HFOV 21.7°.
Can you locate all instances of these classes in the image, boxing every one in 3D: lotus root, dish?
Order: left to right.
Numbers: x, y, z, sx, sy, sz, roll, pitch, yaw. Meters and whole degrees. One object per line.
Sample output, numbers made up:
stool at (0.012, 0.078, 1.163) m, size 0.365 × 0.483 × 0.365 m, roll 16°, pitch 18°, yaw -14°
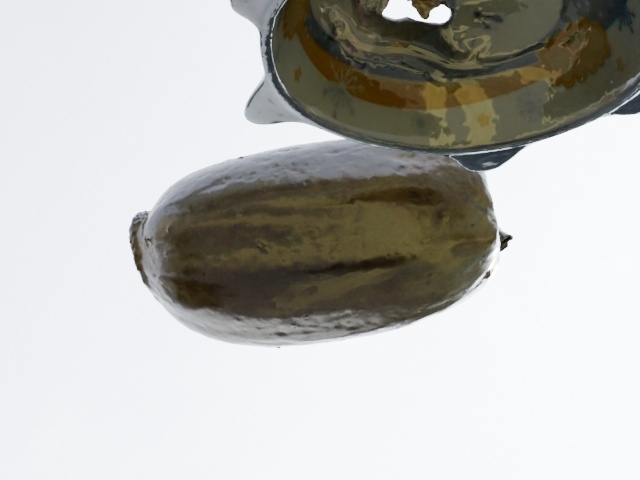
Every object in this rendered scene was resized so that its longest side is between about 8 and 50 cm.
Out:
lotus root at (0.000, 0.000, 1.059) m, size 0.241 × 0.123 × 0.124 m, roll -10°, pitch -68°, yaw 6°
dish at (0.061, -0.126, 0.848) m, size 0.228 × 0.086 × 0.236 m, roll -23°, pitch -35°, yaw 35°
